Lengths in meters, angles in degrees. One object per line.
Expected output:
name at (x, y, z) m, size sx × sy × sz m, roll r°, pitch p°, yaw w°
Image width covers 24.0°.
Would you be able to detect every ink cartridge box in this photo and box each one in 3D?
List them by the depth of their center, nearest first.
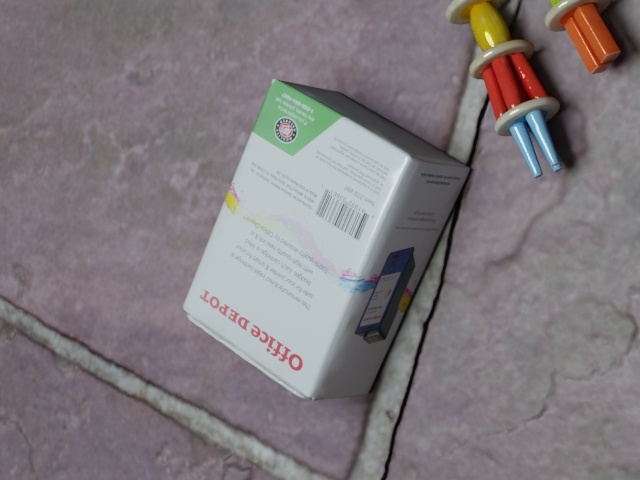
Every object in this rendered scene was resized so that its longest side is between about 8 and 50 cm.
ink cartridge box at (0.000, 0.000, 1.208) m, size 0.154 × 0.093 × 0.212 m, roll 32°, pitch 106°, yaw 33°

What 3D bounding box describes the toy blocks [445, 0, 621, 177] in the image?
toy blocks at (0.169, -0.133, 1.111) m, size 0.123 × 0.054 × 0.148 m, roll -32°, pitch 71°, yaw 32°
